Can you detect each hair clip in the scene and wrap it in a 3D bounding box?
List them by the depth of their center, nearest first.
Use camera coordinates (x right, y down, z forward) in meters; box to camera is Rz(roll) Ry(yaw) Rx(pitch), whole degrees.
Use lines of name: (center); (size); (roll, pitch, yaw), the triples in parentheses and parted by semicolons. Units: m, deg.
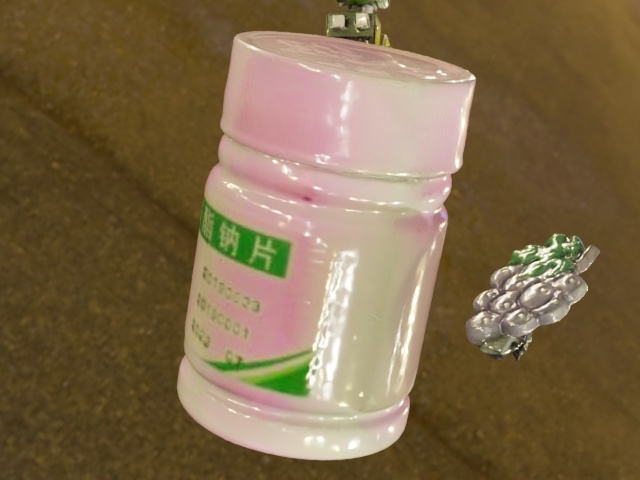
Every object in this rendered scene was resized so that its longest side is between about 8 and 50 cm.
hair clip: (0.239, 0.062, 1.426); (0.195, 0.124, 0.052); (-52, 132, -34)

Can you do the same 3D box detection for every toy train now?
toy train: (0.035, -0.214, 1.207); (0.081, 0.060, 0.202); (42, 50, -72)

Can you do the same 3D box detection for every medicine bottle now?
medicine bottle: (0.000, 0.000, 1.095); (0.212, 0.325, 0.212); (9, 17, -3)
